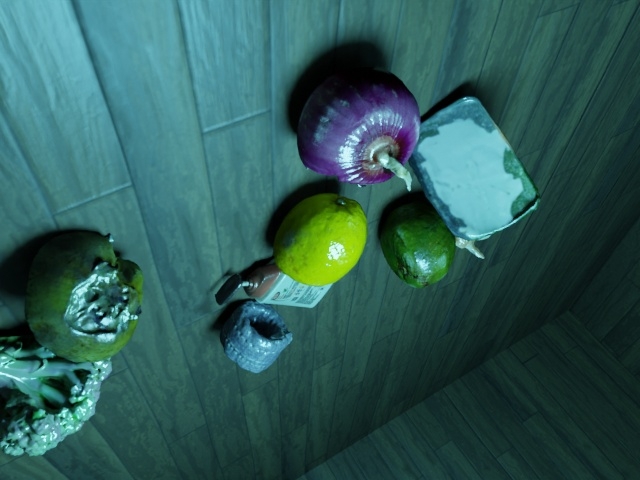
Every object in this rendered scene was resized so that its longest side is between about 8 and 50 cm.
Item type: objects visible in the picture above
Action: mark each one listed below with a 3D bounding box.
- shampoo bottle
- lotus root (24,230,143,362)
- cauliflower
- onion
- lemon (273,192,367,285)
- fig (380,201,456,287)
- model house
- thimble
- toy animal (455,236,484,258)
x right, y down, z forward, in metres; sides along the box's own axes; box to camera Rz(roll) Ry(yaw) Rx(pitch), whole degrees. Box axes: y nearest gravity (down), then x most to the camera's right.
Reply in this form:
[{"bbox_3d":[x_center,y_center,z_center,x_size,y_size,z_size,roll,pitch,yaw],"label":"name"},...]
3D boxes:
[{"bbox_3d":[-0.094,0.094,1.241,0.284,0.071,0.153,3,134,-44],"label":"shampoo bottle"},{"bbox_3d":[-0.340,0.086,0.858,0.077,0.204,0.183,-3,170,40],"label":"lotus root"},{"bbox_3d":[-0.492,0.214,0.899,0.256,0.239,0.315,-16,139,28],"label":"cauliflower"},{"bbox_3d":[0.067,-0.195,0.930,0.207,0.201,0.201,6,137,-7],"label":"onion"},{"bbox_3d":[0.000,0.000,1.118,0.170,0.170,0.207,3,133,-47],"label":"lemon"},{"bbox_3d":[0.267,-0.009,1.338,0.235,0.203,0.203,-27,148,-15],"label":"fig"},{"bbox_3d":[0.330,-0.129,1.235,0.190,0.272,0.301,-33,167,13],"label":"model house"},{"bbox_3d":[-0.146,0.213,1.267,0.150,0.150,0.098,10,125,-51],"label":"thimble"},{"bbox_3d":[0.394,-0.069,1.433,0.185,0.183,0.104,-55,-172,12],"label":"toy animal"}]
